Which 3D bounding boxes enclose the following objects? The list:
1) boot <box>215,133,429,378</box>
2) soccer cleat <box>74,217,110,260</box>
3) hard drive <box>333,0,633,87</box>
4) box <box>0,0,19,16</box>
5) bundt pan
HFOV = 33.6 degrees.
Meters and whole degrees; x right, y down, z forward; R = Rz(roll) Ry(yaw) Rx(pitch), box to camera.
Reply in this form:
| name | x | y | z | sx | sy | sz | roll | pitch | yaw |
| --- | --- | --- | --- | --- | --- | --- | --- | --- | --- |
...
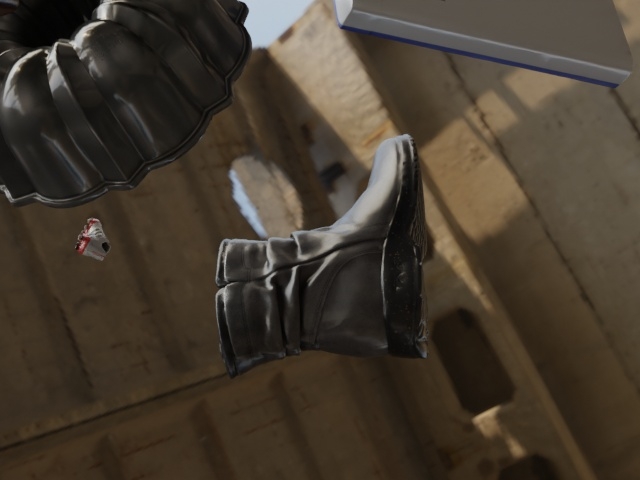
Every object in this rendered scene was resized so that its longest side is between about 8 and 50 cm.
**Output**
| name | x | y | z | sx | sy | sz | roll | pitch | yaw |
| --- | --- | --- | --- | --- | --- | --- | --- | --- | --- |
| boot | 0.000 | 0.000 | 1.131 | 0.338 | 0.222 | 0.118 | -82 | -16 | -55 |
| soccer cleat | -0.248 | 0.000 | 1.170 | 0.035 | 0.029 | 0.083 | 30 | -168 | -14 |
| hard drive | 0.157 | -0.272 | 1.086 | 0.318 | 0.040 | 0.210 | 7 | -124 | -23 |
| box | -0.316 | -0.293 | 0.566 | 0.191 | 0.143 | 0.381 | -25 | -83 | -77 |
| bundt pan | -0.240 | -0.198 | 1.040 | 0.124 | 0.330 | 0.331 | 60 | -159 | -49 |
